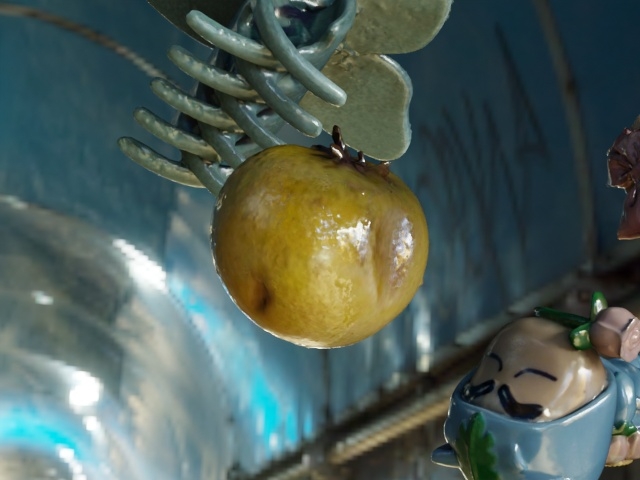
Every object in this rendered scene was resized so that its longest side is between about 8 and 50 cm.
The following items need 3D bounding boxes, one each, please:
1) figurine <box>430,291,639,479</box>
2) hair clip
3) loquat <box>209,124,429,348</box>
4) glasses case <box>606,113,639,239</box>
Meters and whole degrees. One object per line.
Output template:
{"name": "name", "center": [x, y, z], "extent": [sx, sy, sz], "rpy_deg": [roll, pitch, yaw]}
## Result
{"name": "figurine", "center": [0.157, 0.087, 0.948], "extent": [0.178, 0.145, 0.114], "rpy_deg": [-10, 30, -34]}
{"name": "hair clip", "center": [-0.056, -0.198, 1.711], "extent": [0.392, 0.238, 0.318], "rpy_deg": [36, -37, -5]}
{"name": "loquat", "center": [0.005, 0.002, 1.481], "extent": [0.213, 0.213, 0.213], "rpy_deg": [3, -13, 1]}
{"name": "glasses case", "center": [0.335, -0.062, 1.596], "extent": [0.102, 0.193, 0.070], "rpy_deg": [-31, -52, 15]}
